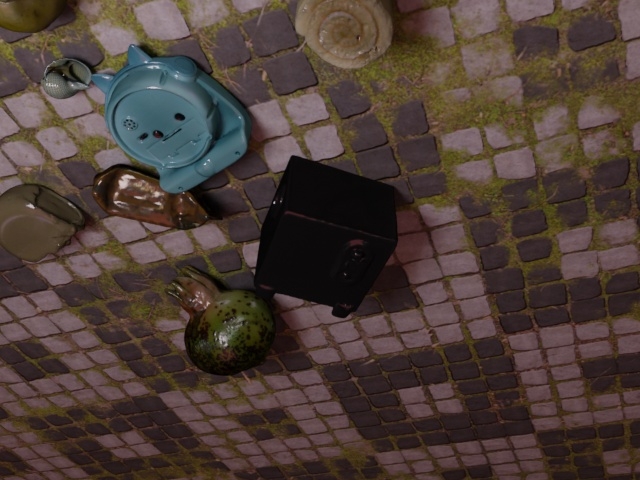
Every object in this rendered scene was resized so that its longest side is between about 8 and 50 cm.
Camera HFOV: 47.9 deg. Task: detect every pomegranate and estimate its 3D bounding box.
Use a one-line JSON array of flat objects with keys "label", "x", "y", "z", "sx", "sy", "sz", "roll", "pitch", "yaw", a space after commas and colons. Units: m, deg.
[{"label": "pomegranate", "x": -0.229, "y": 0.182, "z": 1.684, "sx": 0.222, "sy": 0.276, "sz": 0.204, "roll": -38, "pitch": 164, "yaw": 13}]

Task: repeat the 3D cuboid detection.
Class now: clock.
[{"label": "clock", "x": -0.281, "y": -0.221, "z": 1.307, "sx": 0.224, "sy": 0.094, "sz": 0.274, "roll": -29, "pitch": 128, "yaw": 28}]

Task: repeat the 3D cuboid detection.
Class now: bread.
[{"label": "bread", "x": 0.041, "y": -0.360, "z": 1.101, "sx": 0.148, "sy": 0.141, "sz": 0.134, "roll": 28, "pitch": 133, "yaw": -24}]

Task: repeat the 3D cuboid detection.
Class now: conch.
[{"label": "conch", "x": -0.452, "y": -0.290, "z": 1.278, "sx": 0.085, "sy": 0.056, "sz": 0.076, "roll": -11, "pitch": 124, "yaw": -27}]

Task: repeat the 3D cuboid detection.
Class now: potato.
[{"label": "potato", "x": -0.472, "y": -0.414, "z": 1.089, "sx": 0.155, "sy": 0.137, "sz": 0.200, "roll": -3, "pitch": 134, "yaw": 7}]

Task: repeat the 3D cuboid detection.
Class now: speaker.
[{"label": "speaker", "x": 0.000, "y": 0.000, "z": 1.453, "sx": 0.232, "sy": 0.184, "sz": 0.254, "roll": 16, "pitch": 134, "yaw": -12}]

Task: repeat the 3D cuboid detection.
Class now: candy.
[{"label": "candy", "x": -0.323, "y": -0.077, "z": 1.444, "sx": 0.272, "sy": 0.143, "sz": 0.101, "roll": 16, "pitch": 96, "yaw": -14}]

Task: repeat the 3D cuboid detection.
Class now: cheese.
[{"label": "cheese", "x": -0.613, "y": -0.033, "z": 1.536, "sx": 0.175, "sy": 0.091, "sz": 0.202, "roll": 30, "pitch": 133, "yaw": -25}]
